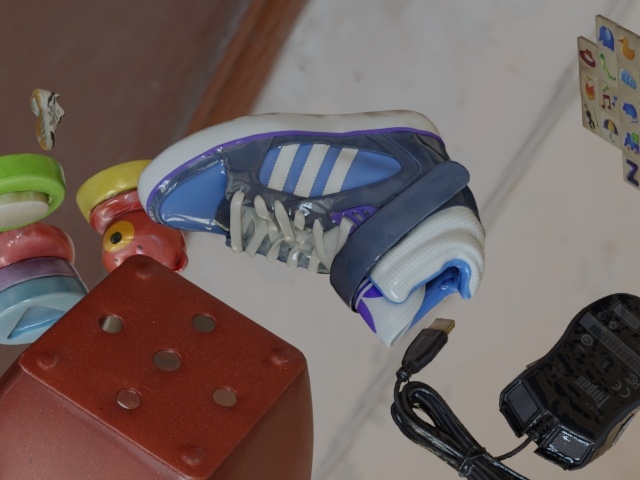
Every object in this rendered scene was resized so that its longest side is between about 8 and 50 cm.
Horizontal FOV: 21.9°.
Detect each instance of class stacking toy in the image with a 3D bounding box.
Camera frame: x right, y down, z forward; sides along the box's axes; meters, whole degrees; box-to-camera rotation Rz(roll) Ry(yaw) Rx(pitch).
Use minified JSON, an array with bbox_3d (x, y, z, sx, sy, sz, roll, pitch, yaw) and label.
[{"bbox_3d":[-0.319,0.029,1.863,0.309,0.130,0.279,-34,154,32],"label":"stacking toy"}]

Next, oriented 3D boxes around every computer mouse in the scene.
[{"bbox_3d":[0.171,0.116,1.357,0.262,0.184,0.060,-44,164,-35],"label":"computer mouse"}]

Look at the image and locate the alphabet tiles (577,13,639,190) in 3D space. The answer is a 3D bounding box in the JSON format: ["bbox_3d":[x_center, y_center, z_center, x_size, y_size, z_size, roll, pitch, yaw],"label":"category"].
[{"bbox_3d":[0.358,-0.138,1.843,0.009,0.237,0.198,-21,123,-18],"label":"alphabet tiles"}]

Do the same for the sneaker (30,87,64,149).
[{"bbox_3d":[-0.319,-0.145,1.964,0.037,0.083,0.032,5,149,-33],"label":"sneaker"}]

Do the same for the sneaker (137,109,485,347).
[{"bbox_3d":[0.000,0.000,1.599,0.322,0.236,0.130,-9,145,-12],"label":"sneaker"}]

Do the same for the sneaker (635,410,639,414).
[{"bbox_3d":[0.364,0.170,2.046,0.093,0.088,0.225,-52,174,10],"label":"sneaker"}]

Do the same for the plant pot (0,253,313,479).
[{"bbox_3d":[-0.152,0.176,1.398,0.267,0.267,0.236,-46,163,-48],"label":"plant pot"}]
